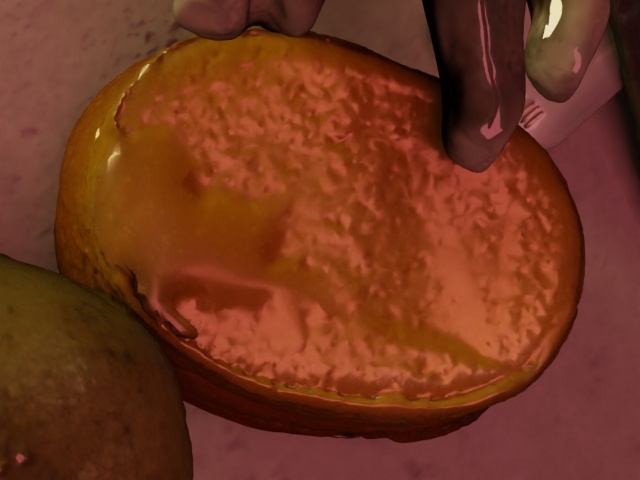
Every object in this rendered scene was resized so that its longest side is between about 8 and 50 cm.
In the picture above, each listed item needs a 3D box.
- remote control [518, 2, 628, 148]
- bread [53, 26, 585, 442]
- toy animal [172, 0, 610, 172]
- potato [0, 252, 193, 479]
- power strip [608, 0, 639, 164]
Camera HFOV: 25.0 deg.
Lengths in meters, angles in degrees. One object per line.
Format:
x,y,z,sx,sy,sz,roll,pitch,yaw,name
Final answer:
0.182,-0.164,0.823,0.250,0.034,0.103,-42,104,-9,remote control
0.000,0.000,0.731,0.269,0.142,0.195,17,78,-11,bread
0.016,-0.233,0.631,0.302,0.194,0.344,27,73,0,toy animal
-0.235,0.105,0.600,0.359,0.270,0.219,-11,81,-1,potato
0.294,-0.122,0.806,0.251,0.092,0.257,-28,117,-16,power strip
